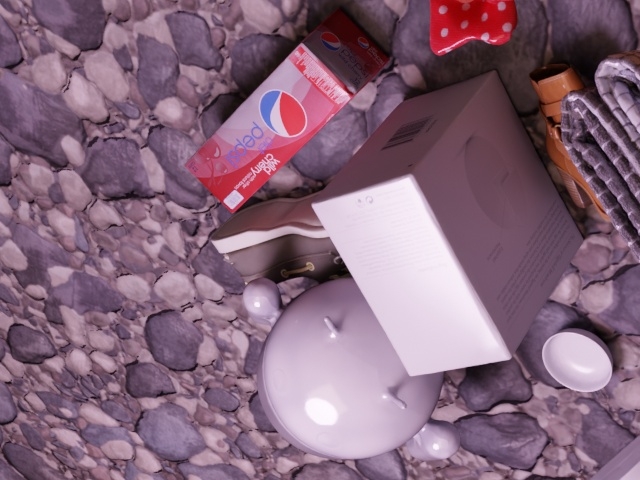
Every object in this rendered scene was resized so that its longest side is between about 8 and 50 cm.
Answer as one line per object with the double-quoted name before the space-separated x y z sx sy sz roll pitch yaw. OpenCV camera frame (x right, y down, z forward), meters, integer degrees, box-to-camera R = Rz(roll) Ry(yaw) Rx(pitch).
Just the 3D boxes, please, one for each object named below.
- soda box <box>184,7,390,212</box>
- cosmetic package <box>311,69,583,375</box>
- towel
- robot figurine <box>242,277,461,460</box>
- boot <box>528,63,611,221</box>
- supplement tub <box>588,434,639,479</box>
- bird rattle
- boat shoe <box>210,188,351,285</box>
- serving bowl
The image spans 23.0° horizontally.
"soda box" -0.041 -0.142 1.759 0.083 0.092 0.263 46 135 -4
"cosmetic package" 0.139 -0.017 1.646 0.138 0.224 0.224 -16 112 39
"towel" 0.359 -0.037 1.393 0.121 0.235 0.283 -43 68 35
"robot figurine" 0.030 0.149 1.798 0.300 0.199 0.353 36 171 0
"boot" 0.276 -0.102 1.556 0.197 0.073 0.152 12 128 65
"supplement tub" 0.439 0.371 1.717 0.331 0.241 0.241 48 135 7
"bird rattle" 0.181 -0.282 1.421 0.207 0.253 0.143 -16 116 14
"boat shoe" 0.002 -0.003 1.831 0.305 0.109 0.091 -10 117 44
"serving bowl" 0.297 0.132 1.794 0.083 0.027 0.083 17 130 21
